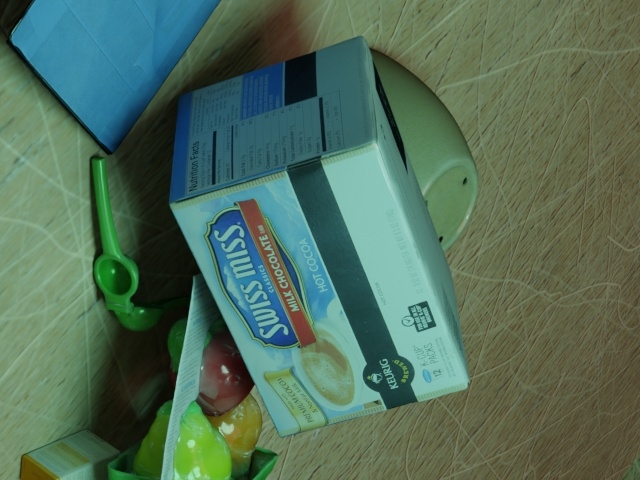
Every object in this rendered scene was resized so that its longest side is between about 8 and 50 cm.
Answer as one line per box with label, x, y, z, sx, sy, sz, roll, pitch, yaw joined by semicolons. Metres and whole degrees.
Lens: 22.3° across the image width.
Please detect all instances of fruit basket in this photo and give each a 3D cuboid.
fruit basket;-0.145;0.192;1.907;0.327;0.165;0.353;-29;125;-77

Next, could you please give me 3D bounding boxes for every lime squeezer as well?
lime squeezer;-0.203;0.036;1.830;0.110;0.059;0.310;-52;145;-15

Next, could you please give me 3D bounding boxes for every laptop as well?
laptop;-0.049;-0.250;1.575;0.382;0.407;0.236;62;27;-76

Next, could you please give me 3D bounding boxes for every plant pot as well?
plant pot;0.082;-0.073;2.015;0.284;0.191;0.284;-32;137;-36

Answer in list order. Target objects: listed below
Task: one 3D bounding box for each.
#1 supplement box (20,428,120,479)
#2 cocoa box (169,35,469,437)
supplement box;-0.287;0.259;1.871;0.098;0.062;0.036;-19;127;-45
cocoa box;0.000;0.000;1.788;0.228;0.231;0.347;-16;124;9
